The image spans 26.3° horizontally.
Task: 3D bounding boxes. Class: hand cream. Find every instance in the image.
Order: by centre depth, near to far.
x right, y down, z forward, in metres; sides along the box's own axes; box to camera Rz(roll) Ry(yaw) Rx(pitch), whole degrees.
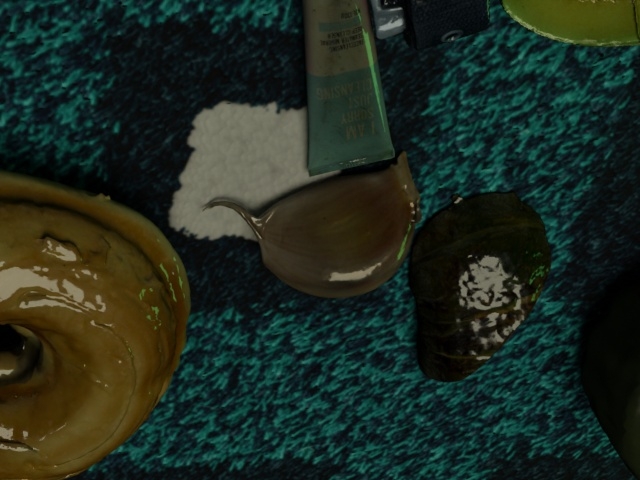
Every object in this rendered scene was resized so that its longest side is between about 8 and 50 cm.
[{"bbox_3d":[0.021,-0.203,1.582,0.111,0.070,0.312,-15,129,-7],"label":"hand cream"}]

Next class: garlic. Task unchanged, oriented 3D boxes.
[{"bbox_3d":[-0.003,0.003,1.703,0.267,0.148,0.128,-12,163,-16],"label":"garlic"}]

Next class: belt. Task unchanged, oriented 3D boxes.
[{"bbox_3d":[0.106,-0.309,1.500,0.128,0.122,0.218,-16,128,-4],"label":"belt"}]

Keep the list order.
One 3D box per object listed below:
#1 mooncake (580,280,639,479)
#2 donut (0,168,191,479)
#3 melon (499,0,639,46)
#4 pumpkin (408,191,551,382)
[{"bbox_3d":[0.551,0.183,1.947,0.356,0.194,0.356,-8,121,-13],"label":"mooncake"},{"bbox_3d":[-0.367,0.109,1.586,0.449,0.198,0.449,-9,123,-14],"label":"donut"},{"bbox_3d":[0.273,-0.345,1.543,0.169,0.129,0.265,-10,133,16],"label":"melon"},{"bbox_3d":[0.180,0.066,1.796,0.163,0.111,0.278,32,110,-28],"label":"pumpkin"}]
